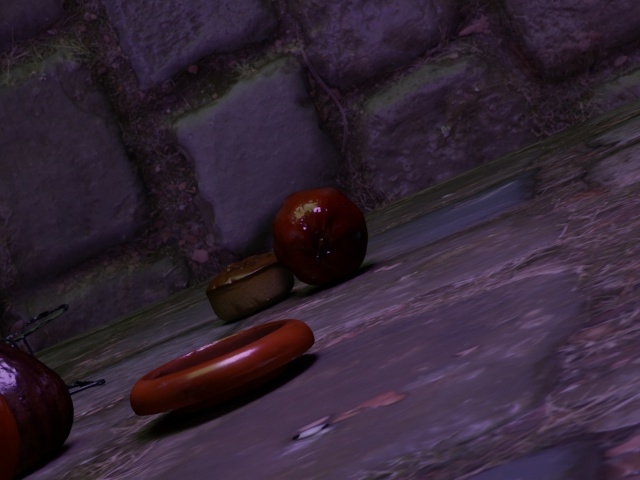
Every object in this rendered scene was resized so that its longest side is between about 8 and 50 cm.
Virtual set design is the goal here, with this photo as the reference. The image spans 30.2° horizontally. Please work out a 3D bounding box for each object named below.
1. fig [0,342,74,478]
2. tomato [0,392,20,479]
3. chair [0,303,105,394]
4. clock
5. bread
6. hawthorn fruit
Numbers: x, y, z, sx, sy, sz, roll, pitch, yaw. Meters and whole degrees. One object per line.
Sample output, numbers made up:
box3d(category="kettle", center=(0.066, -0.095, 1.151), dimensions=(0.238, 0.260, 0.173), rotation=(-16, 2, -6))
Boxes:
box3d(category="fig", center=(-0.358, 0.184, 1.360), dimensions=(0.148, 0.202, 0.149), rotation=(-6, -23, 31))
box3d(category="tomato", center=(-0.395, 0.194, 1.045), dimensions=(0.255, 0.224, 0.256), rotation=(-32, 5, 3))
box3d(category="chair", center=(-0.475, 0.213, 1.834), dimensions=(0.221, 0.140, 0.145), rotation=(-28, 4, -31))
box3d(category="clock", center=(-0.102, 0.137, 1.248), dimensions=(0.205, 0.051, 0.205), rotation=(-22, 3, 1))
box3d(category="bread", center=(-0.110, 0.071, 1.955), dimensions=(0.156, 0.086, 0.125), rotation=(-26, 6, -23))
box3d(category="hawthorn fruit", center=(0.000, 0.000, 1.843), dimensions=(0.157, 0.157, 0.194), rotation=(-23, 14, 4))
